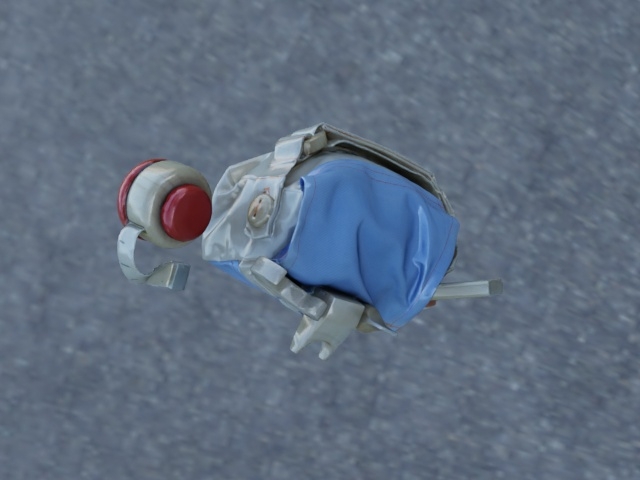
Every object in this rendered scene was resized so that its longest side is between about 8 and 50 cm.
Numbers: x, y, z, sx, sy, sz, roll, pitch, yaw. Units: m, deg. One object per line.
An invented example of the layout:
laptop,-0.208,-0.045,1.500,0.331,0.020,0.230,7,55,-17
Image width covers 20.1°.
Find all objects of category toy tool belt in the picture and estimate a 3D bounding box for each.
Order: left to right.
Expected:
toy tool belt,0.000,0.000,0.416,0.051,0.083,0.052,21,97,47
